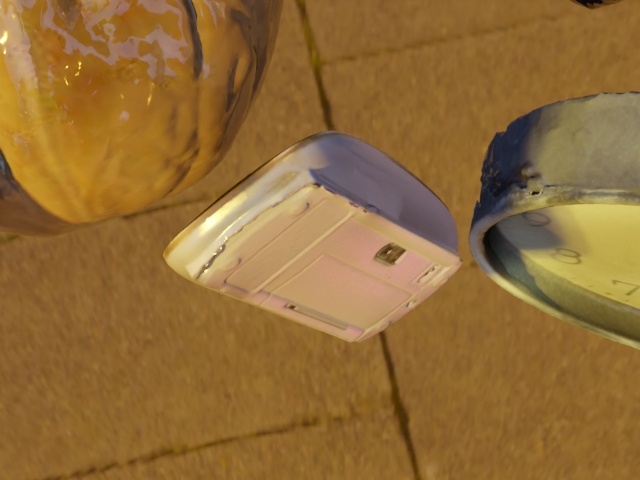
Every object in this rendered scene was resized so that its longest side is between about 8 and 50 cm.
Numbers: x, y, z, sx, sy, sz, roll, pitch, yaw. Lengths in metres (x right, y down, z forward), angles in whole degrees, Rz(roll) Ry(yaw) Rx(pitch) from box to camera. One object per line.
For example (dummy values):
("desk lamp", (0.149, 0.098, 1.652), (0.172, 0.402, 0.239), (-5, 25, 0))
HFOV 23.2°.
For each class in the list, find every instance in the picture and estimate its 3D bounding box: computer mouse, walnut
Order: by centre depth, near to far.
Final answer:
("walnut", (-0.164, -0.163, 0.925), (0.277, 0.252, 0.313), (-8, 106, 29))
("computer mouse", (0.000, 0.000, 0.927), (0.126, 0.245, 0.056), (-38, 62, 15))

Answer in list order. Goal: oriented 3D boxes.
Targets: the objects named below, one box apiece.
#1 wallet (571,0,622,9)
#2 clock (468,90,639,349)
("wallet", (0.126, -0.190, 0.633), (0.049, 0.229, 0.182), (-17, 95, -9))
("clock", (0.172, 0.007, 0.632), (0.226, 0.226, 0.049), (14, 76, 6))
